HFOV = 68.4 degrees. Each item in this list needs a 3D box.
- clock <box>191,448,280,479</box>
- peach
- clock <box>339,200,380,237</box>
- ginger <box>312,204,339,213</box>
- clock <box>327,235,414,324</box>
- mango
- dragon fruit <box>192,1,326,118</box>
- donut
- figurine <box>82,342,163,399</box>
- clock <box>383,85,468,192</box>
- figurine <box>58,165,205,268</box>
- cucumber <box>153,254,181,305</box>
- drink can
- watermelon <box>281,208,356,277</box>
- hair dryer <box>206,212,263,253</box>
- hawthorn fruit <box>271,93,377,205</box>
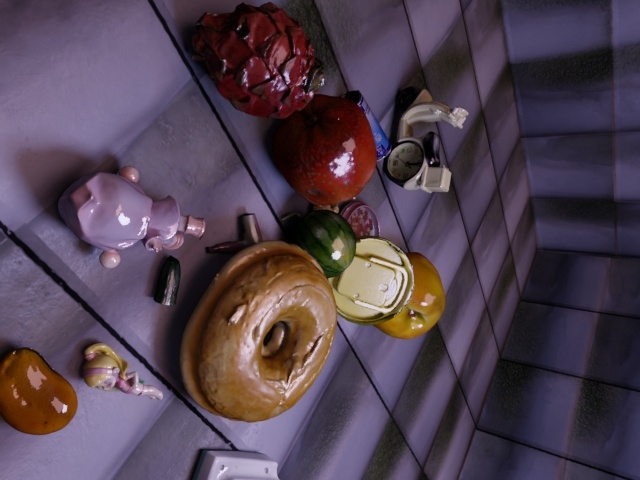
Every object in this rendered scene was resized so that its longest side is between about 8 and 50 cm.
[{"bbox_3d":[-0.225,0.669,1.166,0.231,0.116,0.263,34,67,-48],"label":"clock"},{"bbox_3d":[0.294,0.185,1.652,0.308,0.288,0.289,-98,168,-59],"label":"peach"},{"bbox_3d":[0.119,-0.010,1.561,0.244,0.056,0.245,-10,103,-52],"label":"clock"},{"bbox_3d":[0.013,-0.134,1.412,0.193,0.052,0.176,56,47,-41],"label":"ginger"},{"bbox_3d":[0.143,0.119,1.461,0.293,0.071,0.277,26,96,-8],"label":"clock"},{"bbox_3d":[-0.490,0.259,0.802,0.105,0.084,0.159,-35,102,-26],"label":"mango"},{"bbox_3d":[-0.134,-0.403,1.046,0.298,0.244,0.245,27,72,-25],"label":"dragon fruit"},{"bbox_3d":[-0.132,0.219,1.135,0.448,0.198,0.449,-14,110,-43],"label":"donut"},{"bbox_3d":[-0.394,0.271,0.937,0.187,0.083,0.083,43,61,-38],"label":"figurine"},{"bbox_3d":[0.369,-0.362,1.668,0.120,0.276,0.379,14,87,-53],"label":"clock"},{"bbox_3d":[-0.353,-0.042,0.892,0.276,0.133,0.200,20,75,-52],"label":"figurine"},{"bbox_3d":[-0.324,0.085,1.012,0.048,0.048,0.105,20,79,-51],"label":"cucumber"},{"bbox_3d":[0.140,-0.364,1.510,0.235,0.097,0.097,46,59,-45],"label":"drink can"},{"bbox_3d":[0.000,0.000,1.317,0.215,0.188,0.188,50,44,8],"label":"watermelon"},{"bbox_3d":[-0.210,0.002,1.153,0.154,0.054,0.106,-26,110,-43],"label":"hair dryer"},{"bbox_3d":[0.023,-0.226,1.246,0.300,0.275,0.275,56,52,-29],"label":"hawthorn fruit"}]
